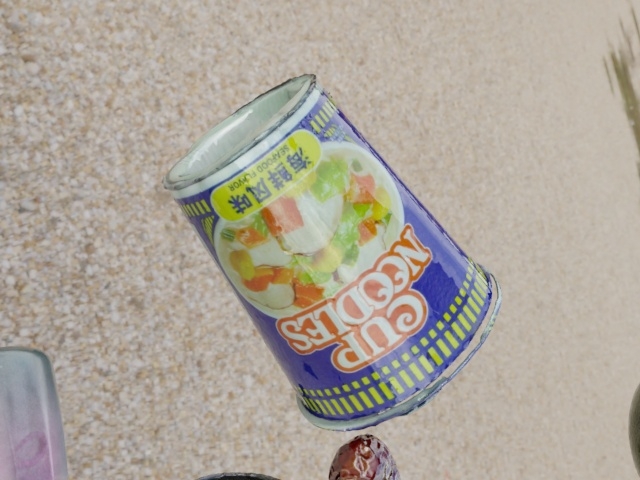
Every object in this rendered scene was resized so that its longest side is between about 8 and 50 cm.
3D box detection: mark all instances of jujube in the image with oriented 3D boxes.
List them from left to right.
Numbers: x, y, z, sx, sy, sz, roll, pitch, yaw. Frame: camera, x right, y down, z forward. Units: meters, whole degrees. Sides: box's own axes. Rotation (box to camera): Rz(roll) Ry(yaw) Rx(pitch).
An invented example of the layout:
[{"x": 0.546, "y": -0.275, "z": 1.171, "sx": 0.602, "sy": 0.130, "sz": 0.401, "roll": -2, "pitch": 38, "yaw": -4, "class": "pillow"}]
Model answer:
[{"x": 0.047, "y": 0.254, "z": 0.840, "sx": 0.129, "sy": 0.077, "sz": 0.077, "roll": 72, "pitch": 18, "yaw": -61, "class": "jujube"}]

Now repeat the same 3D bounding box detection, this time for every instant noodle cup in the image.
[{"x": 0.000, "y": 0.000, "z": 0.840, "sx": 0.312, "sy": 0.284, "sz": 0.284, "roll": 54, "pitch": 34, "yaw": -21, "class": "instant noodle cup"}]

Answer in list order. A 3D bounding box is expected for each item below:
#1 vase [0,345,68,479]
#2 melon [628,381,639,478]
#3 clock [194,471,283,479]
[{"x": -0.158, "y": 0.167, "z": 0.387, "sx": 0.086, "sy": 0.086, "sz": 0.214, "roll": 10, "pitch": 58, "yaw": -60, "class": "vase"}, {"x": 0.389, "y": 0.200, "z": 0.820, "sx": 0.114, "sy": 0.114, "sz": 0.167, "roll": 23, "pitch": 73, "yaw": -57, "class": "melon"}, {"x": -0.115, "y": 0.377, "z": 1.078, "sx": 0.184, "sy": 0.184, "sz": 0.040, "roll": -12, "pitch": 105, "yaw": -62, "class": "clock"}]
